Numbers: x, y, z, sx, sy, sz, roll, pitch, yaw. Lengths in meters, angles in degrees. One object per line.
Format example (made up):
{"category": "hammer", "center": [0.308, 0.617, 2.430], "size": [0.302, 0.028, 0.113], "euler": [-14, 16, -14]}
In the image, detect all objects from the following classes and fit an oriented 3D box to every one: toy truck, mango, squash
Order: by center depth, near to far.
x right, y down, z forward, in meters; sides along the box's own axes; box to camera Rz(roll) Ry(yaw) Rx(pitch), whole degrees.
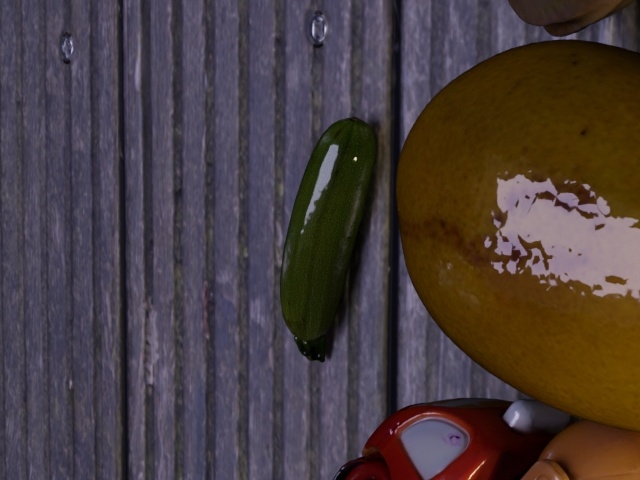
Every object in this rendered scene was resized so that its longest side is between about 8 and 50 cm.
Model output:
{"category": "mango", "center": [0.217, 0.001, 1.309], "size": [0.378, 0.221, 0.263], "euler": [22, 108, 42]}
{"category": "toy truck", "center": [0.161, 0.197, 1.440], "size": [0.265, 0.189, 0.239], "euler": [52, 122, 39]}
{"category": "squash", "center": [0.000, 0.000, 1.736], "size": [0.066, 0.066, 0.252], "euler": [38, 123, 46]}

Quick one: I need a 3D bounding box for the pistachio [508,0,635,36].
{"category": "pistachio", "center": [0.213, -0.251, 1.336], "size": [0.212, 0.163, 0.260], "euler": [-83, 15, -51]}
